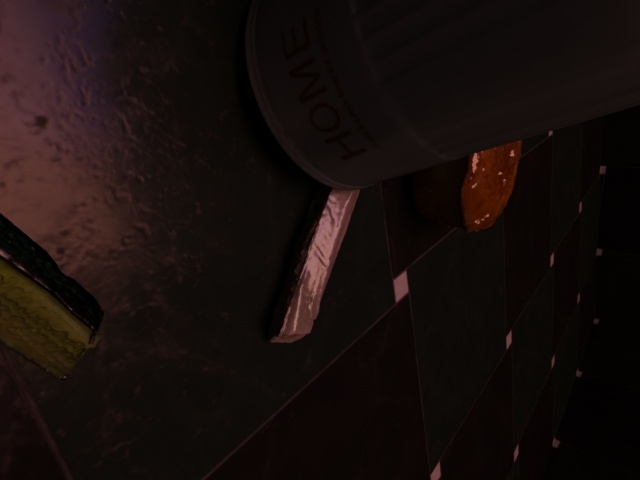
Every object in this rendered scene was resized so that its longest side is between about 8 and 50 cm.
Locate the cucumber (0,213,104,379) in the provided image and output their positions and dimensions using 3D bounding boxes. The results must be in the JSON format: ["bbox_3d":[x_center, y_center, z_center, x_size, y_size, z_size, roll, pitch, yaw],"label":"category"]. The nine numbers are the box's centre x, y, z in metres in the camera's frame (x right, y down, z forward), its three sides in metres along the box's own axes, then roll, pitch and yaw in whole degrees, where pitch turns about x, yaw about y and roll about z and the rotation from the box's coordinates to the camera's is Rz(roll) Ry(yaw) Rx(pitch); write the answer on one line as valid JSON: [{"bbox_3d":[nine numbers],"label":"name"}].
[{"bbox_3d":[-0.212,0.012,0.261,0.046,0.071,0.220,-84,153,-47],"label":"cucumber"}]

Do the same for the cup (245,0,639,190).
[{"bbox_3d":[0.122,-0.238,0.389,0.257,0.311,0.331,1,84,-44],"label":"cup"}]

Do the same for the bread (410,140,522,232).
[{"bbox_3d":[0.259,-0.140,0.718,0.268,0.146,0.268,-17,112,-48],"label":"bread"}]

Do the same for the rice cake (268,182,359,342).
[{"bbox_3d":[0.000,0.000,0.511,0.055,0.049,0.269,25,75,-28],"label":"rice cake"}]
